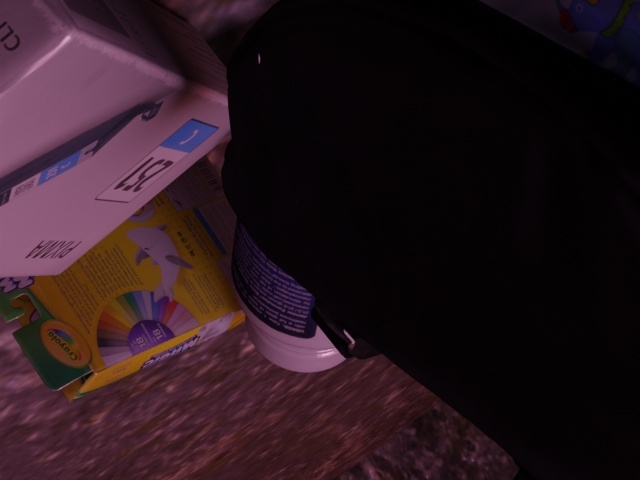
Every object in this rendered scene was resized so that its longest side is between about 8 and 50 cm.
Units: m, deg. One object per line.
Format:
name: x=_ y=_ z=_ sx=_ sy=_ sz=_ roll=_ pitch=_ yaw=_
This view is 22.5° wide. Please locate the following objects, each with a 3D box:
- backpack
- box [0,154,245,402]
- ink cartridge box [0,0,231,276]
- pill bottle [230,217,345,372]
backpack: x=0.181 y=-0.081 z=0.626 sx=0.355 sy=0.290 sz=0.273 roll=-19 pitch=134 yaw=-33
box: x=-0.113 y=0.022 z=0.930 sx=0.179 sy=0.105 sz=0.043 roll=-22 pitch=162 yaw=-43
ink cartridge box: x=-0.174 y=-0.011 z=0.686 sx=0.261 sy=0.066 sz=0.296 roll=-38 pitch=174 yaw=8
pill bottle: x=0.000 y=0.000 z=0.867 sx=0.094 sy=0.094 sz=0.169 roll=-29 pitch=154 yaw=-25
